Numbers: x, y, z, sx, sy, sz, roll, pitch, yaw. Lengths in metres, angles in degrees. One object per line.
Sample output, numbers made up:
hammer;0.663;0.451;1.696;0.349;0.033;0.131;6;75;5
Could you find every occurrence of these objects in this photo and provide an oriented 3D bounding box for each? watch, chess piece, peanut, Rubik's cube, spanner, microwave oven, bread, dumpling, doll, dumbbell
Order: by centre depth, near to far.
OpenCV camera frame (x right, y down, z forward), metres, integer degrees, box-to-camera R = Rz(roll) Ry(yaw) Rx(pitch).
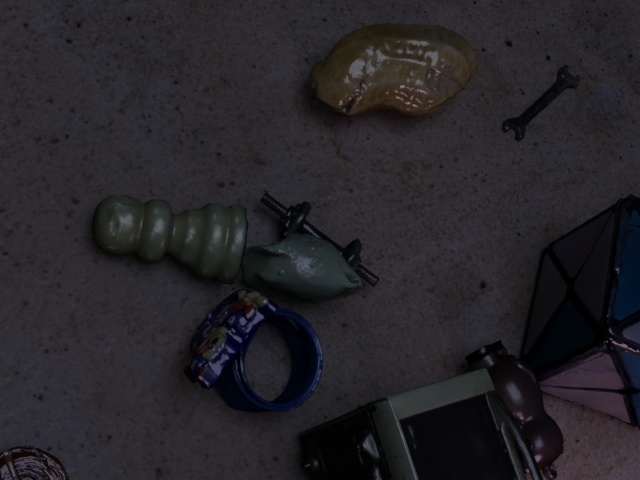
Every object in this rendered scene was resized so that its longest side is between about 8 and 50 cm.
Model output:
bread;-0.437;0.381;1.495;0.160;0.073;0.161;10;66;-23
microwave oven;0.159;0.434;1.589;0.247;0.333;0.394;-11;76;-30
watch;-0.102;0.192;1.669;0.200;0.171;0.196;42;73;-18
chess piece;-0.249;-0.012;1.690;0.243;0.133;0.133;10;68;-15
dumpling;-0.033;0.045;1.737;0.219;0.152;0.108;26;74;-27
dumbbell;0.000;0.000;1.813;0.254;0.081;0.082;37;62;-8
doll;0.344;0.305;1.828;0.182;0.117;0.257;-8;73;-56
Rubik's cube;0.577;0.143;1.888;0.307;0.305;0.310;24;65;-13
peanut;0.137;-0.322;1.948;0.340;0.158;0.174;0;102;-19
spanner;0.462;-0.288;2.152;0.254;0.015;0.054;-42;93;-29
